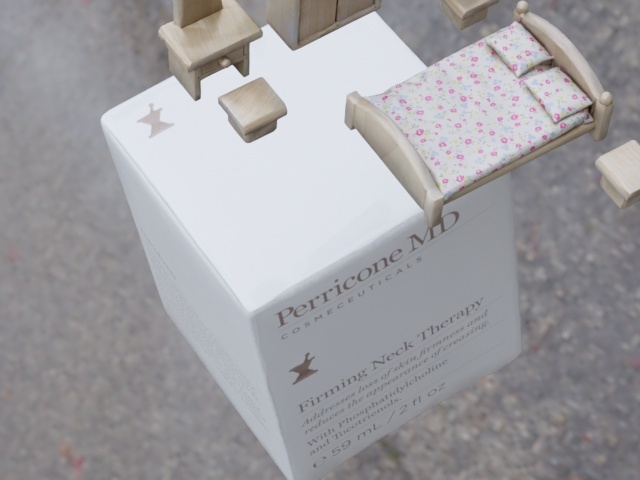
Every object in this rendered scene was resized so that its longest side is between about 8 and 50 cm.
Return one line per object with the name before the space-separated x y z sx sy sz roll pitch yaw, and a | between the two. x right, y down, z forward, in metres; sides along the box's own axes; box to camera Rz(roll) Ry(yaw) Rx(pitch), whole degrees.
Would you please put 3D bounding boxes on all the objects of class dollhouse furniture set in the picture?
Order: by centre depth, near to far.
dollhouse furniture set | 0.080 -0.146 1.522 0.303 0.174 0.355 -28 61 -20

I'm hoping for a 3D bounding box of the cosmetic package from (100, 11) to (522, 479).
cosmetic package | 0.000 0.000 2.011 0.329 0.393 0.327 -30 56 -13
